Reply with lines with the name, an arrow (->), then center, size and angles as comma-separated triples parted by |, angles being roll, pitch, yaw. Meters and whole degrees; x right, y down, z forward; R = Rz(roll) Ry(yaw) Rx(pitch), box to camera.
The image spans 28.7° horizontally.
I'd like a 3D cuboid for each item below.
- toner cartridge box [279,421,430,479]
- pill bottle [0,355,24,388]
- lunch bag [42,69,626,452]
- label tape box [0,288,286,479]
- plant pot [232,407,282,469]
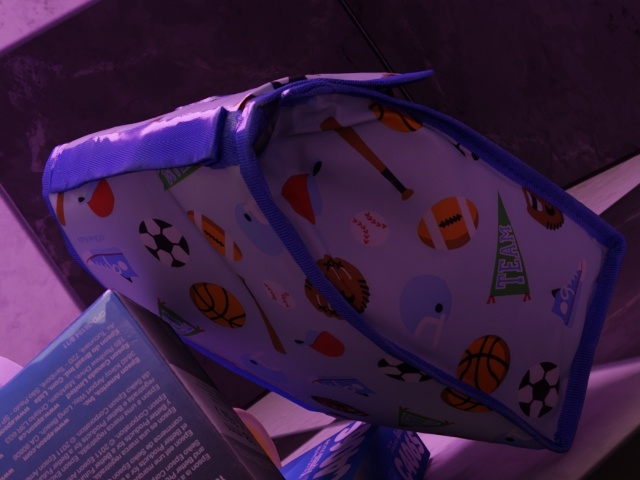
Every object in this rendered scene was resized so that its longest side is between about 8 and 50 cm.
toner cartridge box -> -0.003, 0.256, 1.116 | 0.165, 0.075, 0.348 | -36, 1, 13
pill bottle -> -0.370, 0.271, 1.112 | 0.210, 0.210, 0.363 | -34, 20, 26
lunch bag -> 0.000, 0.000, 1.031 | 0.328, 0.385, 0.239 | -6, 61, 53
label tape box -> -0.138, 0.238, 0.921 | 0.240, 0.334, 0.106 | -42, -30, 1
plant pot -> -0.177, 0.286, 1.361 | 0.239, 0.254, 0.254 | -17, 8, 23
